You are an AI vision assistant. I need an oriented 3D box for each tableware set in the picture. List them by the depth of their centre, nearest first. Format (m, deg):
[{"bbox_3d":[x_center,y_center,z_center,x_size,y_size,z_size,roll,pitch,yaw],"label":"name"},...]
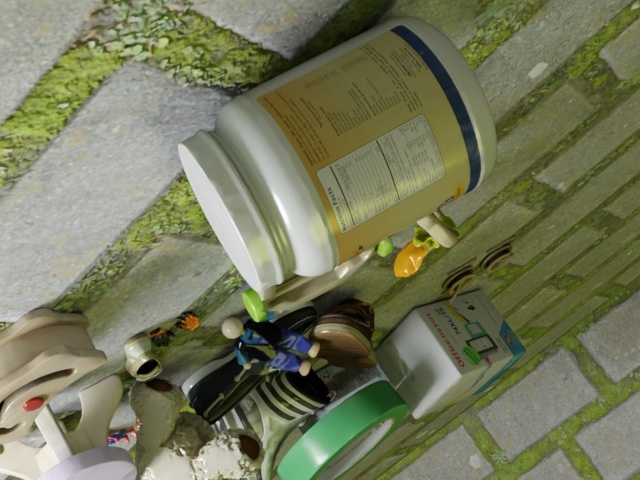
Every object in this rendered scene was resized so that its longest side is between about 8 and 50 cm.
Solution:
[{"bbox_3d":[0.370,0.074,2.158,0.194,0.039,0.128,-28,157,-14],"label":"tableware set"}]

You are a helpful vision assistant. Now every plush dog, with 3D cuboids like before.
[{"bbox_3d":[-0.243,0.377,1.658,0.210,0.262,0.225,-59,175,-3],"label":"plush dog"}]

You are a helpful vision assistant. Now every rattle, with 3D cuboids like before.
[{"bbox_3d":[0.135,-0.026,1.542,0.143,0.130,0.199,-25,163,21],"label":"rattle"}]

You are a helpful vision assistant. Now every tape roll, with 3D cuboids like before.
[{"bbox_3d":[0.052,0.445,2.085,0.321,0.077,0.321,-36,158,-17],"label":"tape roll"}]

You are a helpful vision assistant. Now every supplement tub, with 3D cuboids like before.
[{"bbox_3d":[0.018,-0.098,1.090,0.316,0.228,0.228,-29,157,-11],"label":"supplement tub"}]

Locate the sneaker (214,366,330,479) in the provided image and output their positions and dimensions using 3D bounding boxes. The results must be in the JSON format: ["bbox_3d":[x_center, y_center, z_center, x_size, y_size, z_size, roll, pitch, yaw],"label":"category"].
[{"bbox_3d":[-0.086,0.421,2.070,0.257,0.169,0.447,-27,154,-13],"label":"sneaker"}]

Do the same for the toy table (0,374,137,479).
[{"bbox_3d":[-0.402,0.336,1.484,0.252,0.161,0.274,-22,156,-27],"label":"toy table"}]

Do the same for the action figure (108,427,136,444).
[{"bbox_3d":[-0.392,0.373,1.746,0.038,0.030,0.115,-39,156,25],"label":"action figure"}]

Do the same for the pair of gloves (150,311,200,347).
[{"bbox_3d":[-0.235,0.146,1.523,0.083,0.010,0.074,-31,158,-6],"label":"pair of gloves"}]

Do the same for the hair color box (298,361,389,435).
[{"bbox_3d":[0.051,0.406,2.297,0.185,0.113,0.374,-28,156,-14],"label":"hair color box"}]

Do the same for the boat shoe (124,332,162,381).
[{"bbox_3d":[-0.283,0.201,1.518,0.056,0.048,0.153,-25,156,-20],"label":"boat shoe"}]

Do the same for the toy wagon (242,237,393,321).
[{"bbox_3d":[0.000,0.000,1.475,0.267,0.068,0.344,-27,156,-17],"label":"toy wagon"}]

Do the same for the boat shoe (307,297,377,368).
[{"bbox_3d":[0.050,0.172,1.842,0.123,0.123,0.342,-1,164,13],"label":"boat shoe"}]

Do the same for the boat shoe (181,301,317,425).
[{"bbox_3d":[-0.116,0.229,1.744,0.302,0.091,0.114,-39,156,12],"label":"boat shoe"}]

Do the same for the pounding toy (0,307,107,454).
[{"bbox_3d":[-0.407,0.227,1.262,0.269,0.155,0.154,-33,153,-1],"label":"pounding toy"}]

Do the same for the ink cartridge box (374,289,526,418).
[{"bbox_3d":[0.311,0.271,2.267,0.270,0.198,0.197,-11,149,-44],"label":"ink cartridge box"}]

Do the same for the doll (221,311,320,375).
[{"bbox_3d":[-0.092,0.174,1.649,0.189,0.046,0.129,24,95,-31],"label":"doll"}]
